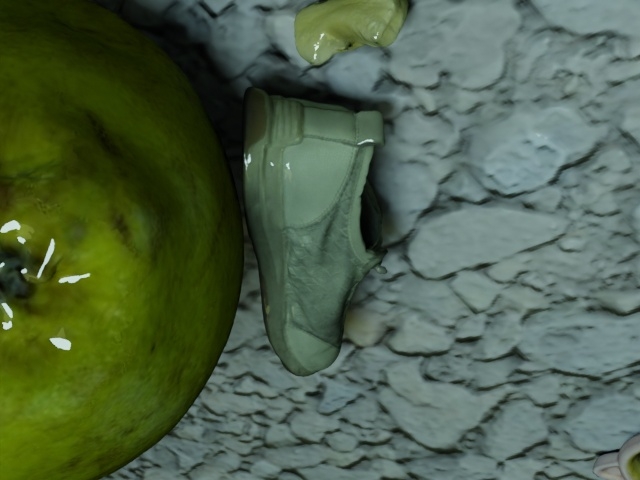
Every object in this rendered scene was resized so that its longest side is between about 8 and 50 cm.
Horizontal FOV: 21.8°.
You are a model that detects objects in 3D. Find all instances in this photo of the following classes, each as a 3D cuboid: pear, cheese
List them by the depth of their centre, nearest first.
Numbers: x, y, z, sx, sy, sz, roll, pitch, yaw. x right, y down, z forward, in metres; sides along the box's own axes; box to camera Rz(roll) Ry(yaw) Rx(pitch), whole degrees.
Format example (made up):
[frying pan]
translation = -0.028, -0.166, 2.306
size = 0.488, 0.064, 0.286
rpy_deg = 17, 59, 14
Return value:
[cheese]
translation = 0.018, -0.134, 1.050
size = 0.083, 0.044, 0.030
rpy_deg = -11, 144, 38
[pear]
translation = -0.215, 0.010, 1.113
size = 0.352, 0.352, 0.413
rpy_deg = 46, 173, -21

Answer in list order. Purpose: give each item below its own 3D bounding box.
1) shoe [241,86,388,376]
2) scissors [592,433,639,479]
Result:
[shoe]
translation = 0.000, 0.000, 1.179
size = 0.098, 0.103, 0.275
rpy_deg = -1, 145, 4
[scissors]
translation = 0.332, 0.162, 1.191
size = 0.160, 0.024, 0.317
rpy_deg = 42, 146, -14
